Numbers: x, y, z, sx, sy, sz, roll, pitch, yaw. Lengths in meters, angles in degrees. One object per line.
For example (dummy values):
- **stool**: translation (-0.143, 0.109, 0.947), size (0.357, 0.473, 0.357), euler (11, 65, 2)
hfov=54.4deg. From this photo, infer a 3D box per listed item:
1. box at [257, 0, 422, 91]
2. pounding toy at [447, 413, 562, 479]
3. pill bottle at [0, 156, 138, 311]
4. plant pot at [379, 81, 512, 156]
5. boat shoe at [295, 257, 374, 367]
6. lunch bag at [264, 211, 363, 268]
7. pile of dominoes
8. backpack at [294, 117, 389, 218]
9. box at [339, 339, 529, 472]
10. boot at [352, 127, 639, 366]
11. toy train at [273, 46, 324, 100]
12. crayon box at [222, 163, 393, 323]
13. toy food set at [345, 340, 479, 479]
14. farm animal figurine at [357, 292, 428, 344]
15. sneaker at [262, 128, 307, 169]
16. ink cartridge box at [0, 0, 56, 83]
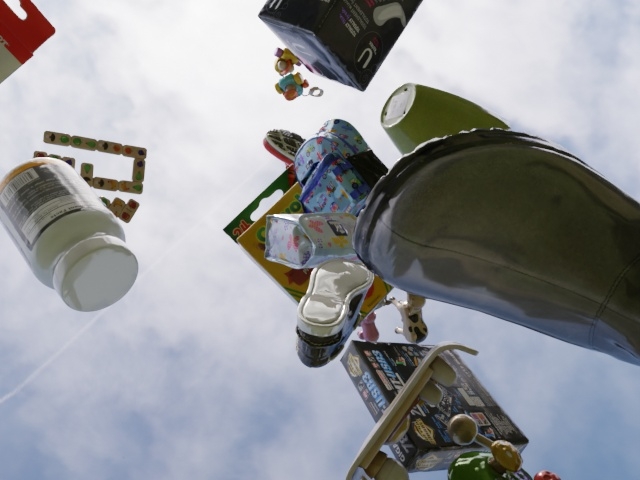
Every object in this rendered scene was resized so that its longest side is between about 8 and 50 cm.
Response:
- **box**: translation (0.056, -0.404, 0.988), size (0.143, 0.165, 0.270), euler (31, -92, 38)
- **pounding toy**: translation (0.307, 0.370, 1.001), size (0.183, 0.110, 0.237), euler (27, -158, -9)
- **pill bottle**: translation (-0.437, -0.012, 1.074), size (0.162, 0.162, 0.278), euler (-32, -126, -24)
- **plant pot**: translation (0.310, -0.288, 1.674), size (0.293, 0.274, 0.275), euler (26, -116, -29)
- **boat shoe**: translation (0.011, 0.050, 0.463), size (0.046, 0.038, 0.125), euler (12, -157, 8)
- **lunch bag**: translation (0.000, 0.000, 0.561), size (0.071, 0.083, 0.053), euler (-1, -79, -34)
- **pile of dominoes**: translation (-0.526, -0.144, 1.430), size (0.251, 0.040, 0.196), euler (6, -101, -29)
- **backpack**: translation (0.024, -0.114, 1.071), size (0.117, 0.158, 0.173), euler (-27, -102, -42)
- **box**: translation (0.227, 0.329, 1.279), size (0.293, 0.073, 0.295), euler (7, -151, -31)
- **boot**: translation (0.201, 0.047, 0.360), size (0.338, 0.118, 0.223), euler (8, -151, -25)
- **toy train**: translation (-0.030, -0.324, 1.209), size (0.125, 0.166, 0.046), euler (0, -121, -8)
- **crayon box**: translation (-0.011, 0.015, 1.169), size (0.318, 0.081, 0.202), euler (43, -101, 8)
- **toy food set**: translation (0.158, 0.297, 1.031), size (0.092, 0.220, 0.306), euler (36, -90, 13)
- **farm animal figurine**: translation (0.151, 0.106, 1.504), size (0.330, 0.172, 0.327), euler (17, -88, -24)
- **sneaker**: translation (-0.046, -0.160, 1.485), size (0.279, 0.118, 0.107), euler (32, -149, -42)
- **ink cartridge box**: translation (-0.508, -0.273, 0.870), size (0.231, 0.078, 0.134), euler (-46, -48, -11)
